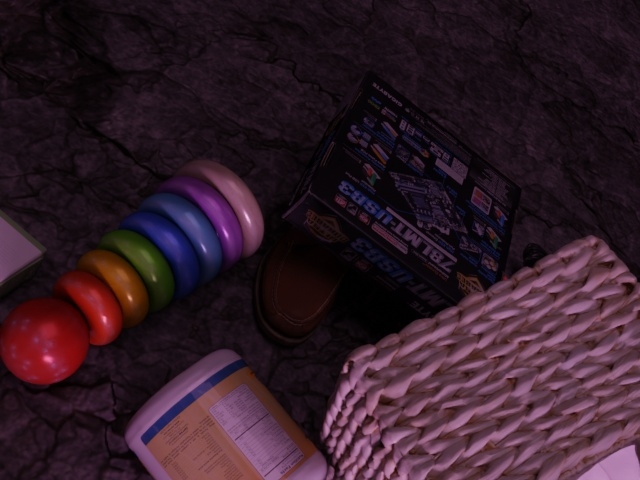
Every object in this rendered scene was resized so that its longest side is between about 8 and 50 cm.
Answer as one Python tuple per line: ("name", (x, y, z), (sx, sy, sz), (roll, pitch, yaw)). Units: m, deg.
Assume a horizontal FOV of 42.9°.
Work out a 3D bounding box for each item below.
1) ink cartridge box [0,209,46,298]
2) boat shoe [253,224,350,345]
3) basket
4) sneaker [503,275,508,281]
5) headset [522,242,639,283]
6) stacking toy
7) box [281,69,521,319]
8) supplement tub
("ink cartridge box", (-0.420, 0.019, 0.818), (0.171, 0.056, 0.235), (41, 36, 2))
("boat shoe", (0.000, 0.000, 1.086), (0.111, 0.104, 0.307), (30, 45, -9))
("basket", (0.188, 0.217, 0.820), (0.329, 0.331, 0.266), (-23, 66, -19))
("sneaker", (0.225, 0.017, 1.232), (0.145, 0.090, 0.270), (42, 44, -3))
("headset", (0.397, 0.136, 1.148), (0.185, 0.243, 0.394), (34, 21, -15))
("stacking toy", (-0.212, 0.044, 0.914), (0.141, 0.141, 0.330), (43, 51, 4))
("box", (0.124, -0.051, 1.089), (0.296, 0.073, 0.293), (35, 45, -12))
("supplement tub", (-0.084, 0.226, 0.823), (0.199, 0.144, 0.144), (49, 45, 10))
